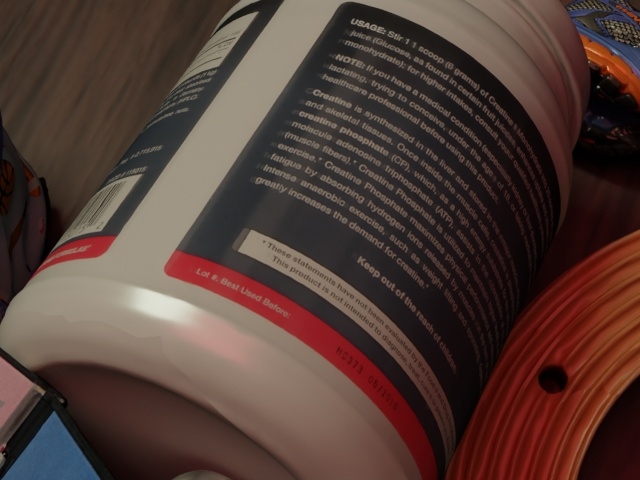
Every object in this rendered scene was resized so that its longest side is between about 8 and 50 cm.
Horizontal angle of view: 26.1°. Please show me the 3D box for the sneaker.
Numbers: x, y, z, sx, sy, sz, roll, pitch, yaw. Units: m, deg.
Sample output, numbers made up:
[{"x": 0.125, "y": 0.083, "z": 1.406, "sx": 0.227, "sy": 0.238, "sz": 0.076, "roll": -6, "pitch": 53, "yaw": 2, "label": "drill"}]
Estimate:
[{"x": 0.206, "y": -0.069, "z": 0.712, "sx": 0.221, "sy": 0.083, "sz": 0.087, "roll": 33, "pitch": 60, "yaw": 16, "label": "sneaker"}]

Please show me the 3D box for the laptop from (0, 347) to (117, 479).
[{"x": -0.266, "y": 0.153, "z": 0.404, "sx": 0.408, "sy": 0.236, "sz": 0.382, "roll": 35, "pitch": 83, "yaw": 15, "label": "laptop"}]

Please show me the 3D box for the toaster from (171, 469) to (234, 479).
[{"x": -0.074, "y": 0.191, "z": 0.484, "sx": 0.110, "sy": 0.168, "sz": 0.186, "roll": 43, "pitch": 118, "yaw": 0, "label": "toaster"}]

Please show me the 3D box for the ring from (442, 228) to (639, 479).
[{"x": 0.218, "y": 0.141, "z": 0.611, "sx": 0.336, "sy": 0.032, "sz": 0.337, "roll": -1, "pitch": 71, "yaw": 4, "label": "ring"}]

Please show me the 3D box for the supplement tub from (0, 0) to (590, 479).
[{"x": 0.000, "y": 0.000, "z": 0.623, "sx": 0.191, "sy": 0.191, "sz": 0.272, "roll": 19, "pitch": 54, "yaw": 17, "label": "supplement tub"}]

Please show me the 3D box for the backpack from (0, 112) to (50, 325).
[{"x": -0.278, "y": -0.009, "z": 0.691, "sx": 0.263, "sy": 0.213, "sz": 0.277, "roll": 3, "pitch": 63, "yaw": 1, "label": "backpack"}]
